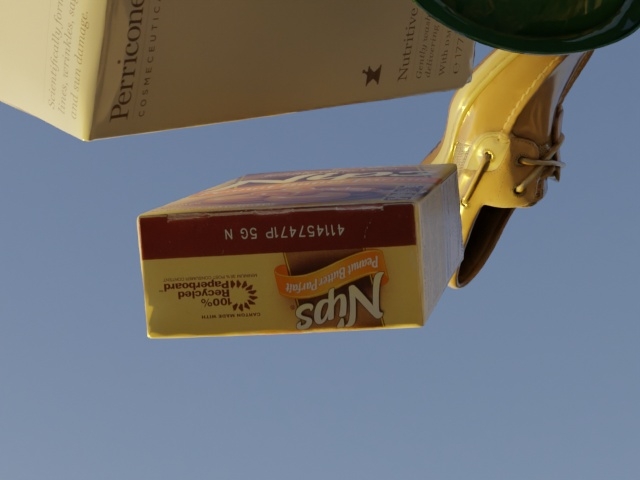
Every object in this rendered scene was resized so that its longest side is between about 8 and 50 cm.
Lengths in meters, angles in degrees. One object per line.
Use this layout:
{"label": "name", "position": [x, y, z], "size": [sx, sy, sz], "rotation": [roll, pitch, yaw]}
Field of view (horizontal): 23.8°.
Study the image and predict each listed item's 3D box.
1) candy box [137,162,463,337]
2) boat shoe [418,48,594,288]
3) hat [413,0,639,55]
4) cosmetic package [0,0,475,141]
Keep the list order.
{"label": "candy box", "position": [0.000, 0.000, 1.101], "size": [0.183, 0.316, 0.088], "rotation": [-2, -83, 10]}
{"label": "boat shoe", "position": [0.177, -0.085, 1.398], "size": [0.121, 0.110, 0.341], "rotation": [-27, -21, -36]}
{"label": "hat", "position": [0.155, -0.231, 0.890], "size": [0.208, 0.173, 0.183], "rotation": [-14, -29, -21]}
{"label": "cosmetic package", "position": [-0.049, -0.206, 1.048], "size": [0.385, 0.156, 0.217], "rotation": [-17, -57, -46]}
